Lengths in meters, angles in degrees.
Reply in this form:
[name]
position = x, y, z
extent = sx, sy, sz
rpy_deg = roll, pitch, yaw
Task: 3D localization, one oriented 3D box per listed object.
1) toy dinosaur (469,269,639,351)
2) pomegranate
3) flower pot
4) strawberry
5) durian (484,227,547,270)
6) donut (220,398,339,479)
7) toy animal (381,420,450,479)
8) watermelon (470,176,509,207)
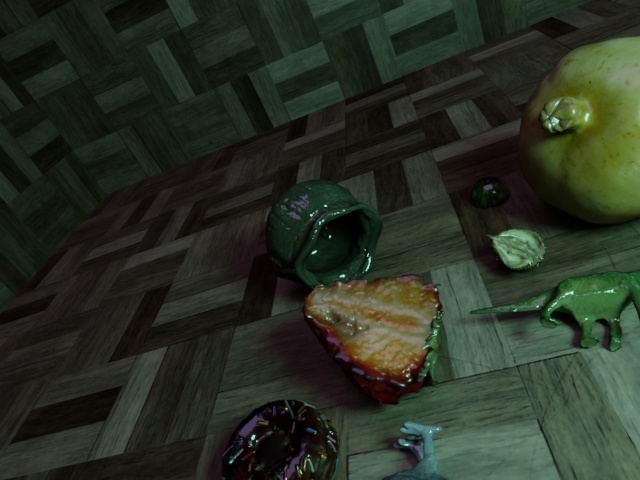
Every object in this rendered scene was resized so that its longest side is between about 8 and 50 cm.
[toy dinosaur]
position = 0.534, 0.068, 0.882
extent = 0.447, 0.087, 0.301
rpy_deg = 2, 41, 29
[pomegranate]
position = 0.620, -0.230, 0.982
extent = 0.412, 0.411, 0.411
rpy_deg = -19, 31, 12
[flower pot]
position = 0.000, 0.000, 1.216
extent = 0.302, 0.301, 0.213
rpy_deg = -37, 44, -17
[strawberry]
position = 0.107, 0.208, 0.911
extent = 0.280, 0.150, 0.253
rpy_deg = -5, 45, 10
[durian]
position = 0.436, 0.026, 1.033
extent = 0.140, 0.071, 0.110
rpy_deg = 28, 64, 39
[donut]
position = -0.083, 0.395, 0.851
extent = 0.235, 0.089, 0.235
rpy_deg = -21, 31, 13
[toy animal]
position = 0.166, 0.376, 0.702
extent = 0.367, 0.081, 0.206
rpy_deg = -16, 27, 3
[watermelon]
position = 0.466, -0.142, 1.275
extent = 0.105, 0.062, 0.105
rpy_deg = -23, 32, 15
